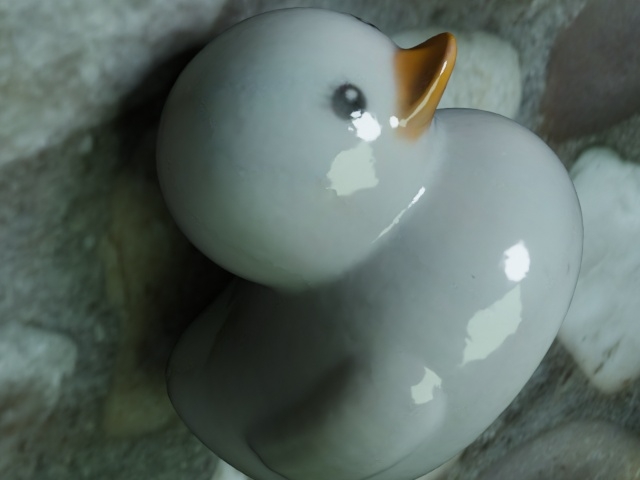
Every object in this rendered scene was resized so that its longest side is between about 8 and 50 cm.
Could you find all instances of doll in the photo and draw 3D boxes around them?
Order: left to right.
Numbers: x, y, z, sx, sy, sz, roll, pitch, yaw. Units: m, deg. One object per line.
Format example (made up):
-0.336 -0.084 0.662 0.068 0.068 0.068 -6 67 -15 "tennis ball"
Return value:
0.000 0.000 0.836 0.221 0.221 0.251 -2 144 -48 "doll"
